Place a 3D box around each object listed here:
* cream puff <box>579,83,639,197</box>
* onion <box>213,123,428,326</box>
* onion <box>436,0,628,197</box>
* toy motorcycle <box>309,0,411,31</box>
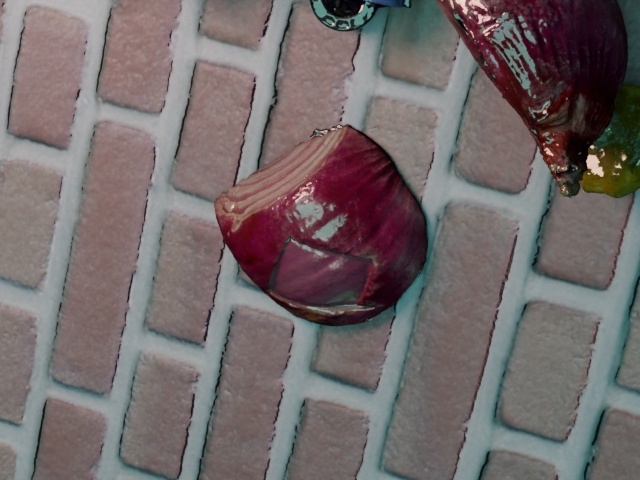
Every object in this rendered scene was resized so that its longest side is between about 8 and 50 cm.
[{"bbox_3d":[0.368,-0.120,1.797,0.146,0.116,0.146,-3,85,40],"label":"cream puff"},{"bbox_3d":[0.000,0.000,1.922,0.250,0.111,0.247,-32,92,18],"label":"onion"},{"bbox_3d":[0.267,-0.219,1.681,0.159,0.267,0.349,-37,62,22],"label":"onion"},{"bbox_3d":[-0.036,-0.378,1.816,0.358,0.125,0.213,14,102,-1],"label":"toy motorcycle"}]
